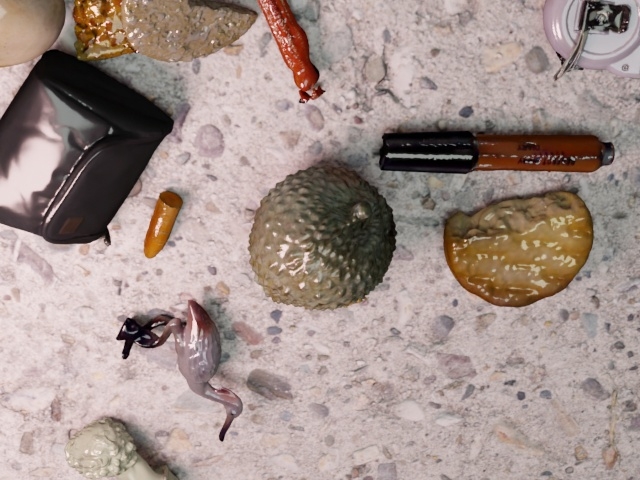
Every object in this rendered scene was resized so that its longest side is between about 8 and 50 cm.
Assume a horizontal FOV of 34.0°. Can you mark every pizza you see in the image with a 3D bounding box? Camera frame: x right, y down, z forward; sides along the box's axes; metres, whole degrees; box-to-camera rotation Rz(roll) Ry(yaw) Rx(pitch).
[{"bbox_3d":[-0.283,-0.391,1.620,0.161,0.085,0.305,38,110,-25],"label":"pizza"}]

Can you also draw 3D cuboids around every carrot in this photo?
[{"bbox_3d":[-0.286,-0.020,1.878,0.048,0.048,0.139,15,121,-16],"label":"carrot"}]

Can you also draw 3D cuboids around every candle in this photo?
[{"bbox_3d":[-0.068,-0.369,1.682,0.051,0.048,0.329,-44,127,-28],"label":"candle"}]

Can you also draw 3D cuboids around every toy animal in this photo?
[{"bbox_3d":[-0.237,0.233,2.019,0.195,0.090,0.324,-39,110,24],"label":"toy animal"}]

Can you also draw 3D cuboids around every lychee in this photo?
[{"bbox_3d":[0.000,0.000,1.822,0.255,0.255,0.274,23,149,-20],"label":"lychee"}]

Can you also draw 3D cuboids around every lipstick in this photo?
[{"bbox_3d":[0.311,-0.155,1.845,0.419,0.077,0.077,0,122,-7],"label":"lipstick"}]

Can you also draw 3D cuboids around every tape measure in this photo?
[{"bbox_3d":[0.451,-0.357,1.695,0.179,0.105,0.196,0,113,6],"label":"tape measure"}]

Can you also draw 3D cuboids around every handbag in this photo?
[{"bbox_3d":[-0.407,-0.120,1.722,0.275,0.178,0.302,30,115,-22],"label":"handbag"}]

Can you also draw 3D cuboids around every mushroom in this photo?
[{"bbox_3d":[-0.493,-0.371,1.568,0.208,0.207,0.215,-11,90,1],"label":"mushroom"}]

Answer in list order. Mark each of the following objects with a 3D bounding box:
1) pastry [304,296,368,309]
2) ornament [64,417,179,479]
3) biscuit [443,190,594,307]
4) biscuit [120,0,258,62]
[{"bbox_3d":[0.018,0.092,1.978,0.140,0.056,0.080,-13,134,-1],"label":"pastry"},{"bbox_3d":[-0.385,0.470,2.136,0.130,0.120,0.285,-39,120,15],"label":"ornament"},{"bbox_3d":[0.366,0.020,1.952,0.274,0.091,0.213,-9,120,-3],"label":"biscuit"},{"bbox_3d":[-0.218,-0.331,1.634,0.250,0.032,0.133,3,135,-47],"label":"biscuit"}]
